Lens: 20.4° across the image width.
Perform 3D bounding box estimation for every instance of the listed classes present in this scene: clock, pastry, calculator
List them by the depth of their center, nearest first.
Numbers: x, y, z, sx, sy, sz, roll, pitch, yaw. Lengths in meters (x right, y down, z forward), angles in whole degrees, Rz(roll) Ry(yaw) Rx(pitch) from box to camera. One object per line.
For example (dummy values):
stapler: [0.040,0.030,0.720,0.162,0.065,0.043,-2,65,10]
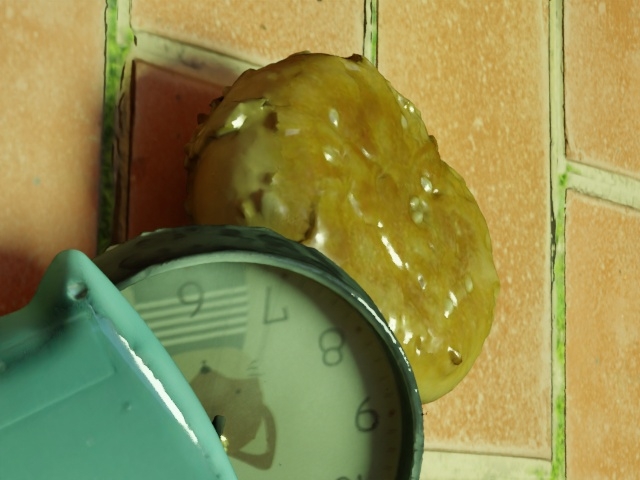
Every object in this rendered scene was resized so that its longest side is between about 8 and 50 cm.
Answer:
calculator: [-0.175,0.216,1.238,0.256,0.054,0.386,-26,112,-8]
clock: [-0.080,0.149,1.308,0.325,0.067,0.325,-3,104,-14]
pastry: [0.000,0.000,1.480,0.316,0.184,0.284,51,41,-21]
